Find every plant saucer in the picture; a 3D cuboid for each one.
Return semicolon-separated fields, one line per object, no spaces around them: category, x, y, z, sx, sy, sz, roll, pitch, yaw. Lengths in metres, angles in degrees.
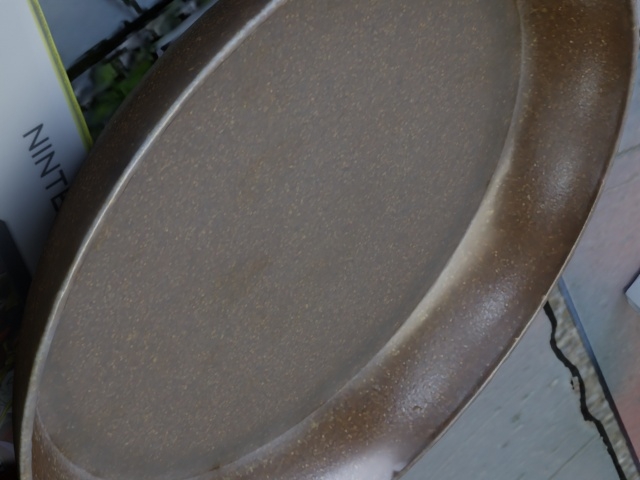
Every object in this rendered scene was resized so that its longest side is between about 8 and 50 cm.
plant saucer;0.000;0.000;0.742;0.310;0.050;0.311;-35;146;-29

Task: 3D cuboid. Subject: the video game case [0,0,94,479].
video game case;-0.190;0.049;0.667;0.275;0.035;0.248;-32;146;-12

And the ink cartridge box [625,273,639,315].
ink cartridge box;0.229;0.016;1.017;0.122;0.052;0.088;6;125;-49
